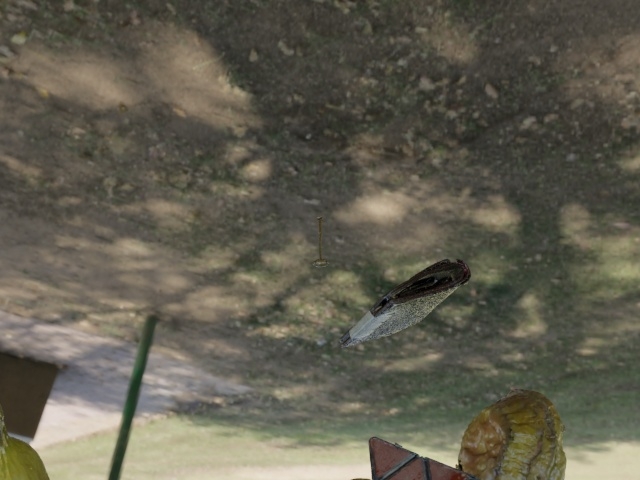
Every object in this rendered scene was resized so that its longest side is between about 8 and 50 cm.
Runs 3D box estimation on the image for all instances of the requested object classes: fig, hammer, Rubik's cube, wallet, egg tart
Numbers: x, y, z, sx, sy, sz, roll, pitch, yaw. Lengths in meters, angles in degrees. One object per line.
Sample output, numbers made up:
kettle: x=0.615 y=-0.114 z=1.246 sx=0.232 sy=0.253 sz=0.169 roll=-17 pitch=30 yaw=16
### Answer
fig: x=-0.415 y=0.295 z=0.941 sx=0.159 sy=0.159 sz=0.257 roll=11 pitch=115 yaw=3
hammer: x=0.000 y=0.000 z=1.308 sx=0.029 sy=0.123 sz=0.014 roll=0 pitch=135 yaw=-1
Rubik's cube: x=0.170 y=0.363 z=0.908 sx=0.190 sy=0.212 sz=0.178 roll=-8 pitch=142 yaw=12
wallet: x=0.183 y=0.140 z=1.639 sx=0.262 sy=0.071 sz=0.221 roll=-18 pitch=160 yaw=-39
egg tart: x=0.433 y=0.512 z=1.782 sx=0.149 sy=0.352 sz=0.352 roll=25 pitch=152 yaw=-20

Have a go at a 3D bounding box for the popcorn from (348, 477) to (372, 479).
popcorn: x=0.072 y=0.600 z=1.392 sx=0.315 sy=0.298 sz=0.281 roll=-5 pitch=166 yaw=-35
